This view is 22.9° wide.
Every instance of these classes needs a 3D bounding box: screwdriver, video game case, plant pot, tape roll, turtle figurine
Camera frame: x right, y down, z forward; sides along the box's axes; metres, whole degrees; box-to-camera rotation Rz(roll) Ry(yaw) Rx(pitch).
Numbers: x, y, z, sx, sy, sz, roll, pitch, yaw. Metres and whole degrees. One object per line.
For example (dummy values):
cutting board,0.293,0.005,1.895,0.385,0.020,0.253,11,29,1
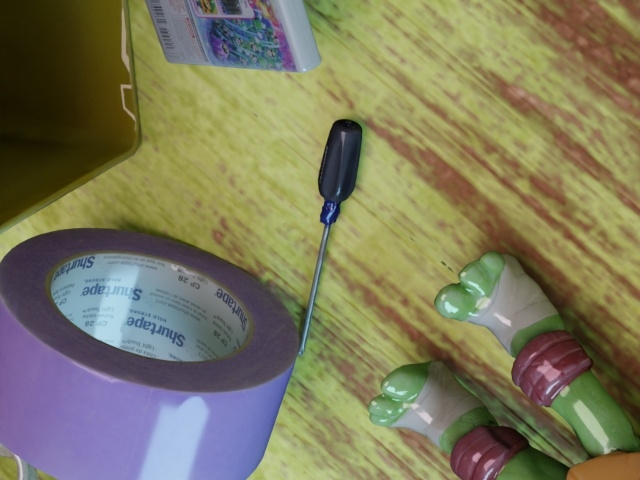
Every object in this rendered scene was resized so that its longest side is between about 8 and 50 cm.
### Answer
screwdriver,0.000,0.000,1.000,0.025,0.024,0.170,43,130,38
video game case,-0.069,-0.174,0.916,0.143,0.019,0.157,11,126,50
plant pot,-0.244,-0.130,0.939,0.187,0.212,0.212,2,108,19
tape roll,-0.113,0.072,0.973,0.189,0.189,0.080,25,115,13
turtle figurine,0.129,0.148,0.871,0.266,0.275,0.197,46,154,28

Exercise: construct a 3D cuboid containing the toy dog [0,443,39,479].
toy dog,-0.365,0.214,1.149,0.220,0.161,0.333,40,86,-3
